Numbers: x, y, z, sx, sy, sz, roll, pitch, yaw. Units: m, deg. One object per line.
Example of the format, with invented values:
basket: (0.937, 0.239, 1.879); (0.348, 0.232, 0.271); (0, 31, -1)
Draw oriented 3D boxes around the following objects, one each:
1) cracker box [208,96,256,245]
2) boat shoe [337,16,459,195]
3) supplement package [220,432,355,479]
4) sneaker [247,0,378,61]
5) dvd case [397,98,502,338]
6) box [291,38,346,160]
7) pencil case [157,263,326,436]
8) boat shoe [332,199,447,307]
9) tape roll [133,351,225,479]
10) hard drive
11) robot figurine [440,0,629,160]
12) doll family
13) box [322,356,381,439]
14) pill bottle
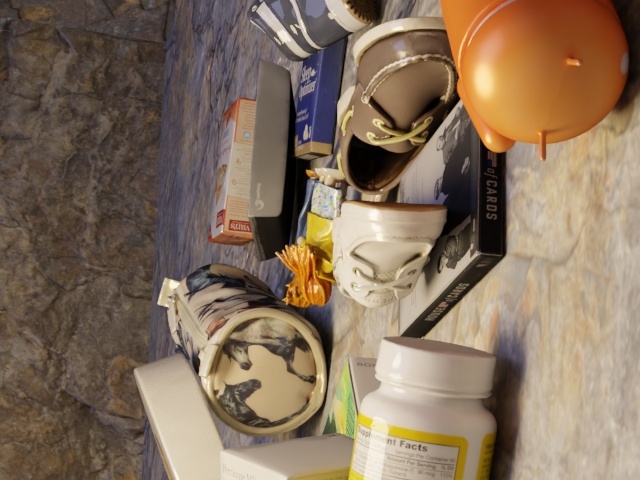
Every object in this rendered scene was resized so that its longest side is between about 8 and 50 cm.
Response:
cracker box: (-0.137, -0.113, 2.622); (0.156, 0.067, 0.232); (155, 122, -76)
boat shoe: (0.078, -0.132, 1.563); (0.324, 0.117, 0.096); (126, 147, -73)
supplement package: (-0.002, 0.313, 1.417); (0.139, 0.134, 0.244); (6, 99, 60)
sneaker: (-0.026, -0.365, 2.005); (0.153, 0.099, 0.282); (-32, 58, 35)
dvd case: (0.122, -0.025, 1.484); (0.238, 0.030, 0.179); (124, 152, -64)
box: (0.001, -0.228, 2.149); (0.136, 0.037, 0.225); (176, 103, -78)
pencil case: (-0.109, 0.138, 2.073); (0.410, 0.184, 0.159); (-146, 65, -75)
boat shoe: (0.061, 0.017, 1.461); (0.277, 0.098, 0.096); (124, 151, -83)
tape roll: (-0.147, 0.336, 1.998); (0.392, 0.072, 0.392); (161, 90, -81)
hard drive: (-0.068, -0.115, 2.242); (0.172, 0.054, 0.254); (82, -170, -64)
robot figurine: (0.160, -0.157, 1.170); (0.158, 0.128, 0.219); (-29, 36, 17)
doll family: (0.000, 0.000, 1.807); (0.263, 0.118, 0.163); (-171, 89, -78)
box: (0.026, 0.317, 1.635); (0.232, 0.058, 0.322); (-100, 24, -55)
pill bottle: (0.085, 0.192, 1.304); (0.119, 0.119, 0.208); (-161, 80, -77)
